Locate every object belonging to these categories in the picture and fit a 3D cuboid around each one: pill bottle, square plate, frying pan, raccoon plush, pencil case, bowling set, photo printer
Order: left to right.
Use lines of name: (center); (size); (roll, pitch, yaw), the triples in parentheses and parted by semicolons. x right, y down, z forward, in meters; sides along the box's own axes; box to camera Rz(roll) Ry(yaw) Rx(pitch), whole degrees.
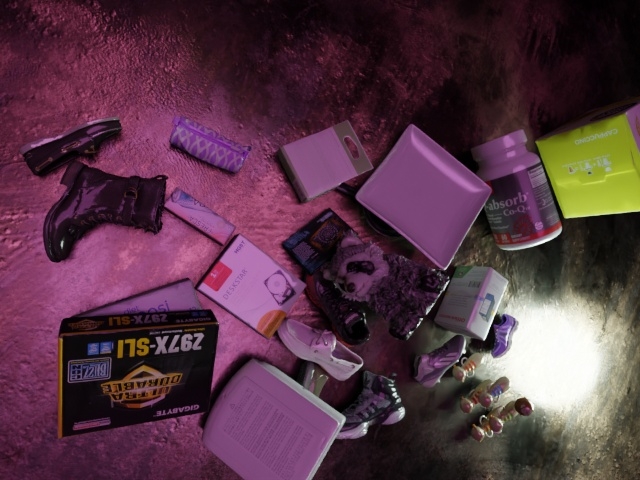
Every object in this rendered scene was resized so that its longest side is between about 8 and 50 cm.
pencil case: (-0.289, -0.249, 1.073); (0.205, 0.088, 0.087); (21, 77, -18)
photo printer: (-0.130, 0.470, 1.026); (0.307, 0.107, 0.256); (29, 77, 18)
frying pan: (0.159, -0.100, 1.259); (0.325, 0.053, 0.198); (-3, 79, -13)
raccoon plush: (0.189, 0.109, 1.191); (0.299, 0.446, 0.216); (35, 99, 16)
square plate: (0.322, -0.139, 1.263); (0.344, 0.049, 0.347); (38, 68, -2)
bowling set: (0.553, 0.521, 1.313); (0.154, 0.200, 0.287); (-27, 93, -19)
pill bottle: (0.647, -0.169, 1.375); (0.210, 0.210, 0.363); (-23, 95, -21)

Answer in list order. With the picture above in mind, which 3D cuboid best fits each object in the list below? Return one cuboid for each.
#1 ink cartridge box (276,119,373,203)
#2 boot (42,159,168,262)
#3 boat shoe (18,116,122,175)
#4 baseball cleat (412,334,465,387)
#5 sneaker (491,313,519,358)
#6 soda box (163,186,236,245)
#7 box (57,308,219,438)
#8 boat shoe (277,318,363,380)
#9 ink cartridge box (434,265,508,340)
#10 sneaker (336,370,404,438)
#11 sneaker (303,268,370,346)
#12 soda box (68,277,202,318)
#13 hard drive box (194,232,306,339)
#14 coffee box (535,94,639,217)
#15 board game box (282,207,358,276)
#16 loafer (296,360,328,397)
ink cartridge box: (0.014, -0.232, 1.196); (0.234, 0.056, 0.171); (-27, 88, -21)
boot: (-0.491, -0.054, 0.957); (0.228, 0.091, 0.263); (15, 85, -11)
boat shoe: (-0.575, -0.225, 0.966); (0.227, 0.081, 0.069); (-27, 100, -14)
baseball cleat: (0.374, 0.369, 1.297); (0.109, 0.072, 0.206); (39, 85, -15)
sneaker: (0.629, 0.334, 1.430); (0.071, 0.068, 0.170); (33, 67, -1)
soda box: (-0.314, -0.060, 1.069); (0.183, 0.058, 0.063); (35, 75, -17)
box: (-0.409, 0.295, 0.934); (0.321, 0.079, 0.258); (2, 107, -29)
boat shoe: (0.006, 0.288, 1.140); (0.277, 0.096, 0.098); (37, 30, -23)
ink cartridge box: (0.482, 0.196, 1.318); (0.093, 0.154, 0.213); (34, 75, -19)
sneaker: (0.123, 0.469, 1.195); (0.268, 0.101, 0.153); (-5, 88, -28)
sneaker: (0.053, 0.188, 1.161); (0.097, 0.135, 0.276); (-35, 98, -18)
soda box: (-0.441, 0.181, 0.987); (0.286, 0.091, 0.098); (-19, 96, -21)
hard drive box: (-0.186, 0.123, 1.094); (0.232, 0.089, 0.181); (39, 74, -15)
coffee box: (1.077, -0.310, 1.484); (0.334, 0.337, 0.339); (-27, 97, -20)
board game box: (0.000, 0.000, 1.176); (0.186, 0.026, 0.126); (-38, 69, -19)
loafer: (-0.037, 0.467, 1.130); (0.087, 0.094, 0.252); (20, 80, -15)
